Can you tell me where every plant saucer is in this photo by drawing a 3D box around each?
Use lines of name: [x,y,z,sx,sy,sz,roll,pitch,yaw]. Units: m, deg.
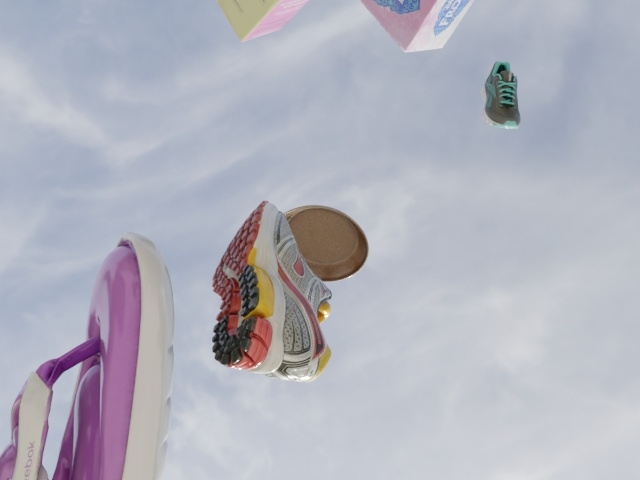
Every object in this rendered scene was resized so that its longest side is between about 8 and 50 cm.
plant saucer: [0.000,0.000,1.338,0.198,0.036,0.199,6,-50,7]

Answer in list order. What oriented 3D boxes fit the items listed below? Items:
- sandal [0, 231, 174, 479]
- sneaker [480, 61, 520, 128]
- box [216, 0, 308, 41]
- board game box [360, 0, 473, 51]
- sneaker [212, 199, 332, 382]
sandal: [-0.190,0.195,0.457,0.169,0.102,0.417,18,-85,57]
sneaker: [0.319,-0.259,1.177,0.064,0.167,0.076,4,-49,-4]
box: [-0.098,-0.519,1.190,0.243,0.117,0.214,-29,-86,48]
board game box: [0.075,-0.392,0.576,0.319,0.065,0.318,53,-43,19]
sneaker: [-0.043,0.046,0.606,0.092,0.225,0.088,28,-63,-22]
